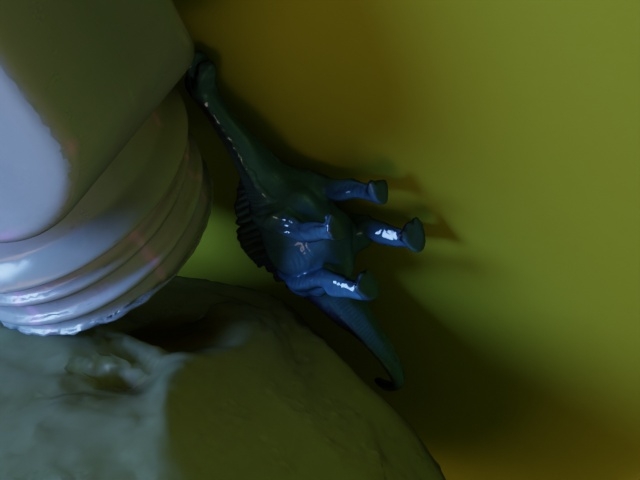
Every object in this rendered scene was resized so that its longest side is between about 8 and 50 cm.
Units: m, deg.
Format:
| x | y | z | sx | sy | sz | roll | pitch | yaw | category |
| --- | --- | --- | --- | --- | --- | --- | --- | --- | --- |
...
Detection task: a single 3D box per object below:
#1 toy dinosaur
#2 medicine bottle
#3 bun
| x | y | z | sx | sy | sz | roll | pitch | yaw | category |
| --- | --- | --- | --- | --- | --- | --- | --- | --- | --- |
| 0.000 | 0.000 | 0.508 | 0.080 | 0.045 | 0.197 | 13 | 143 | 46 | toy dinosaur |
| -0.147 | -0.103 | 0.381 | 0.179 | 0.124 | 0.324 | 14 | 147 | 35 | medicine bottle |
| -0.094 | 0.120 | 0.534 | 0.364 | 0.364 | 0.202 | 12 | 104 | 23 | bun |
